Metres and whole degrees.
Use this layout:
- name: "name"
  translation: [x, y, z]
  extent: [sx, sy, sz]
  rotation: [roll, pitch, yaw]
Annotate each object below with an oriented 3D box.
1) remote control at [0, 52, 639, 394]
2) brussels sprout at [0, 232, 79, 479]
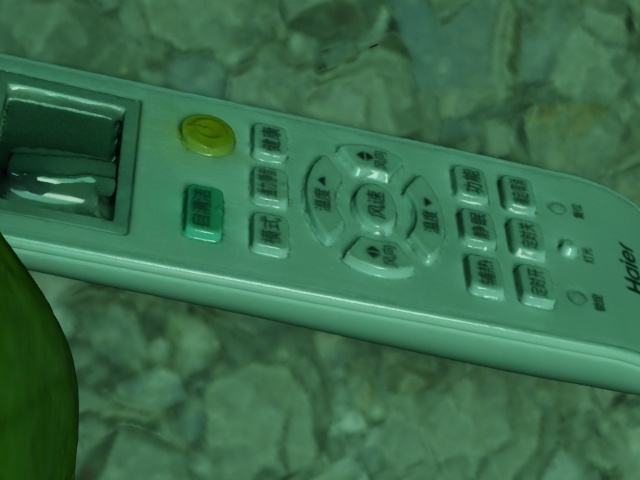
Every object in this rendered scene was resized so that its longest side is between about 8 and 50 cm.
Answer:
- name: "remote control"
  translation: [0.000, -0.001, 0.583]
  extent: [0.293, 0.051, 0.103]
  rotation: [13, 39, -13]
- name: "brussels sprout"
  translation: [-0.204, 0.079, 0.449]
  extent: [0.271, 0.219, 0.210]
  rotation: [-7, 68, 4]
